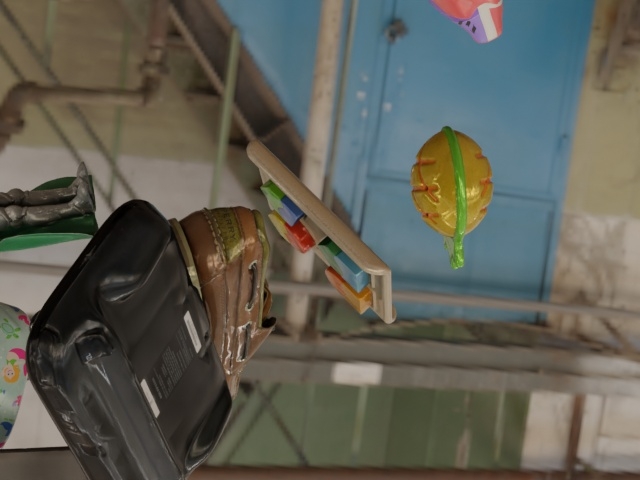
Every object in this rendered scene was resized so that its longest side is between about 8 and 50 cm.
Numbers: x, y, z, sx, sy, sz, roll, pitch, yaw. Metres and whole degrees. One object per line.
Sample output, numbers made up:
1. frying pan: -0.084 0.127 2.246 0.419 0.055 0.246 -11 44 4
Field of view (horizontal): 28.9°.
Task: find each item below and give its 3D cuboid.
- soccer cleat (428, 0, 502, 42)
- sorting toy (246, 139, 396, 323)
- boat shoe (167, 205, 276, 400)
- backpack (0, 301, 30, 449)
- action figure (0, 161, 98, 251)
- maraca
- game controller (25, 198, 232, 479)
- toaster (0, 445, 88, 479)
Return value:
1. soccer cleat: 0.148 -0.354 1.579 0.109 0.116 0.318 -26 -146 0
2. sorting toy: 0.000 0.000 1.285 0.193 0.038 0.208 45 173 17
3. boat shoe: -0.090 0.079 1.199 0.104 0.110 0.307 -18 152 -12
4. backpack: -0.485 0.171 1.594 0.253 0.225 0.191 -2 163 45
5. action figure: -0.326 -0.017 1.151 0.232 0.063 0.137 -14 -155 -6
6. maraca: 0.161 -0.052 1.522 0.099 0.185 0.127 -5 -144 -1
7. game controller: -0.143 0.111 0.997 0.067 0.166 0.319 11 145 16
8. toaster: -0.359 0.327 1.475 0.186 0.168 0.110 1 -135 -16
